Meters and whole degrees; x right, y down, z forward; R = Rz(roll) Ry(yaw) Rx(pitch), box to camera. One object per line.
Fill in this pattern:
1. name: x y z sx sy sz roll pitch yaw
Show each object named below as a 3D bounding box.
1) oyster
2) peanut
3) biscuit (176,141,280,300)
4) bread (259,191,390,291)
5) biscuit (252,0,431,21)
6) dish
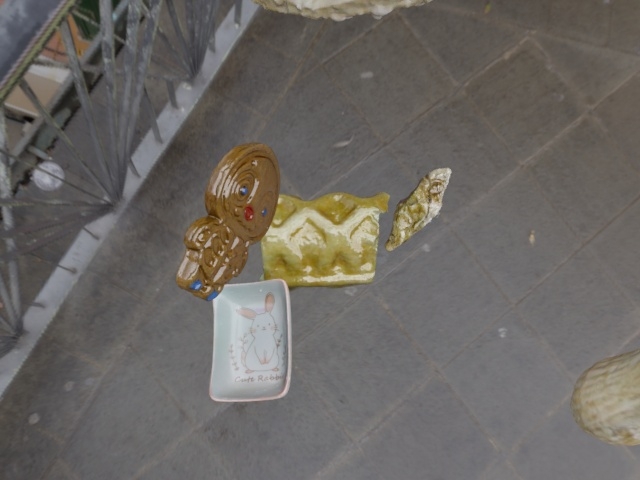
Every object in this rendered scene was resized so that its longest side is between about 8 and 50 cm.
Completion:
1. oyster: 0.091 -0.033 0.592 0.034 0.051 0.093 36 71 -5
2. peanut: 0.315 0.141 0.595 0.087 0.206 0.087 9 58 -15
3. biscuit: -0.089 -0.019 0.656 0.026 0.124 0.175 20 77 25
4. bread: 0.000 0.001 1.254 0.252 0.196 0.238 2 117 -3
5. biscuit: 0.061 -0.219 0.460 0.250 0.032 0.133 -26 56 -1
6. dish: -0.118 0.185 1.137 0.151 0.077 0.212 -8 70 17
